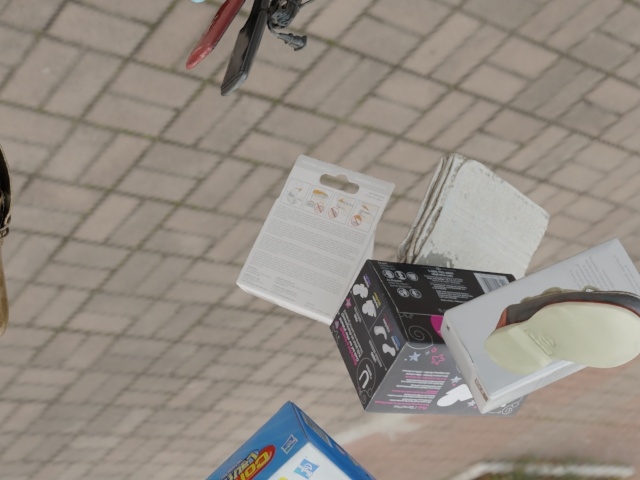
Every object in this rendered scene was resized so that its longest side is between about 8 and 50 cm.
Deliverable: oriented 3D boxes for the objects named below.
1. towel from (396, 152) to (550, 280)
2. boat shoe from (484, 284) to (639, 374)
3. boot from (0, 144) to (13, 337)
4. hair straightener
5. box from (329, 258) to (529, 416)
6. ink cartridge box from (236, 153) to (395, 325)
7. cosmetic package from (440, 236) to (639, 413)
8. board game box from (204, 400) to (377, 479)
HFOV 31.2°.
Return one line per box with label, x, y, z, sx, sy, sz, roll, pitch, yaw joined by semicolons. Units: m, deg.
towel;0.228;-0.005;1.682;0.282;0.049;0.187;29;85;-46
boat shoe;0.145;0.046;0.659;0.043;0.049;0.137;-44;-173;-25
boot;-0.411;-0.009;1.341;0.115;0.305;0.112;2;-157;28
hair straightener;-0.053;-0.211;1.099;0.089;0.230;0.047;39;131;-18
box;0.164;0.135;1.556;0.247;0.163;0.142;7;128;-29
ink cartridge box;0.000;0.000;1.705;0.224;0.181;0.056;-64;150;-11
cosmetic package;0.267;0.099;1.334;0.231;0.117;0.085;-22;159;-8
board game box;-0.029;0.361;1.083;0.302;0.086;0.308;-44;111;3
